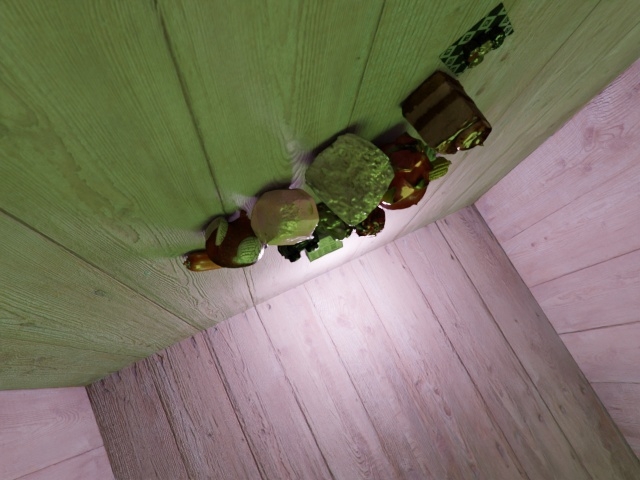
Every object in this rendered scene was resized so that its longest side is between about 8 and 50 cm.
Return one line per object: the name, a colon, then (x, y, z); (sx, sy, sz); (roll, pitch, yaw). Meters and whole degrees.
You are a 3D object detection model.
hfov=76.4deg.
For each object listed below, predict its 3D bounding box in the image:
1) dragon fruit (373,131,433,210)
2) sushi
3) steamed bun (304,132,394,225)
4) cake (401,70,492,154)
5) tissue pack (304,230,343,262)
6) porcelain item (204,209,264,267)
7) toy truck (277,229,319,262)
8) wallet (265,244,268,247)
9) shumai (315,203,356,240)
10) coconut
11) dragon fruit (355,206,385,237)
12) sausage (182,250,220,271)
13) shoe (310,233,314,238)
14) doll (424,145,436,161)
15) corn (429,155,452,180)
dragon fruit: (0.306, -0.293, 1.650); (0.305, 0.305, 0.226); (-27, 152, -1)
sushi: (0.520, -0.619, 1.315); (0.220, 0.047, 0.231); (-36, 164, 30)
steamed bun: (0.127, -0.237, 1.496); (0.272, 0.290, 0.273); (-38, -178, 16)
cake: (0.455, -0.415, 1.429); (0.199, 0.293, 0.196); (-41, 160, 31)
tissue pack: (0.000, 0.000, 2.435); (0.229, 0.145, 0.159); (-26, 133, -9)
porcelain item: (-0.341, -0.012, 1.647); (0.253, 0.253, 0.253); (-26, 166, -7)
toy truck: (-0.127, 0.014, 2.235); (0.224, 0.147, 0.165); (-27, -170, -11)
wallet: (-0.336, 0.026, 2.045); (0.124, 0.042, 0.230); (-24, 164, -5)
shumai: (0.079, -0.089, 2.070); (0.256, 0.218, 0.189); (-19, 155, -33)
coconut: (-0.128, -0.092, 1.626); (0.233, 0.233, 0.245); (-38, 163, 36)
dragon fruit: (0.281, -0.142, 2.333); (0.234, 0.234, 0.293); (-43, -170, 48)
sausage: (-0.497, 0.090, 1.870); (0.093, 0.093, 0.312); (-37, 163, 33)
shoe: (-0.142, -0.058, 1.973); (0.171, 0.132, 0.336); (-19, 170, 4)
doll: (0.516, -0.413, 1.999); (0.150, 0.077, 0.115); (-23, 121, -39)
corn: (0.551, -0.359, 2.168); (0.322, 0.119, 0.119); (-23, 166, -1)
